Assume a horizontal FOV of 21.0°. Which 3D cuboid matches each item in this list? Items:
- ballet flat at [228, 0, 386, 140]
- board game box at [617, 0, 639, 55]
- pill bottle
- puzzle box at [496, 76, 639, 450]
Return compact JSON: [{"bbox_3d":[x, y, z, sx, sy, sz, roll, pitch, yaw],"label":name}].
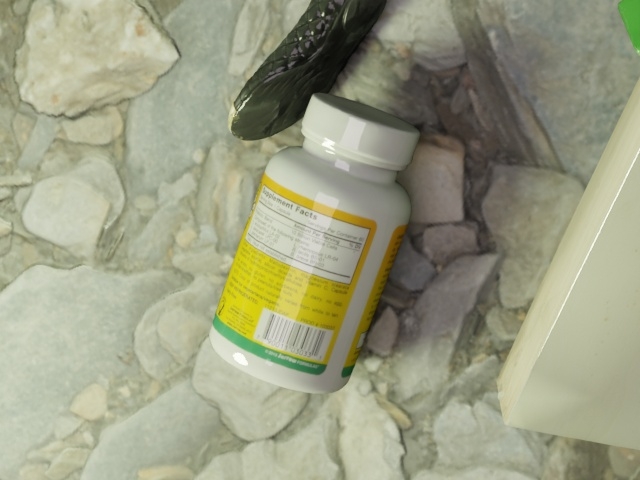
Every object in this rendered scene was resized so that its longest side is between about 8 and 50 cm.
[{"bbox_3d":[-0.011,-0.146,1.345,0.173,0.057,0.049,-48,41,15],"label":"ballet flat"},{"bbox_3d":[0.387,-0.158,1.085,0.316,0.064,0.242,-38,121,22],"label":"board game box"},{"bbox_3d":[0.000,0.000,1.312,0.117,0.117,0.208,22,102,14],"label":"pill bottle"},{"bbox_3d":[0.307,-0.017,1.112,0.272,0.052,0.409,12,125,-14],"label":"puzzle box"}]
